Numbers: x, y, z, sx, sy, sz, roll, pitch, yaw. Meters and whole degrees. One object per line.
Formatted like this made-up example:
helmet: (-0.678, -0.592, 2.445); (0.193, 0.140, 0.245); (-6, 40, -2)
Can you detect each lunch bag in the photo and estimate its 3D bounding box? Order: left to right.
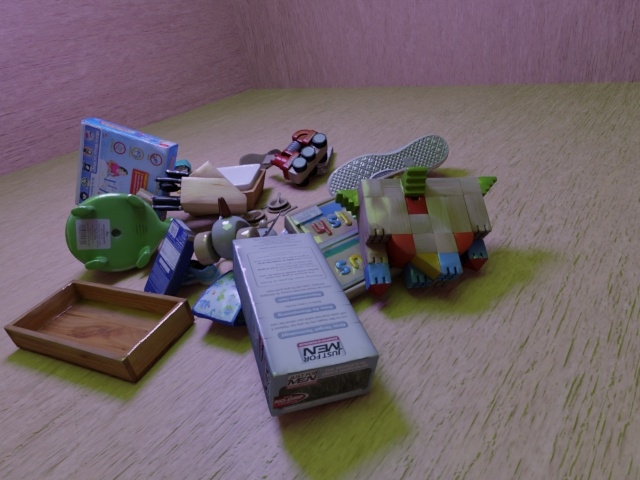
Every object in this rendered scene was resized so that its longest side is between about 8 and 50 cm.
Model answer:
lunch bag: (-0.203, 0.145, 0.998); (0.129, 0.096, 0.151); (8, 24, 29)

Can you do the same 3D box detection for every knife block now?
knife block: (-0.413, -0.133, 1.416); (0.275, 0.088, 0.242); (43, 72, 7)

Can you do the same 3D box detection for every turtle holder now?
turtle holder: (-0.609, -0.044, 1.324); (0.320, 0.243, 0.227); (-35, 19, -21)

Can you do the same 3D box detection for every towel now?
towel: (-0.048, -0.345, 1.852); (0.187, 0.049, 0.282); (-4, 30, 10)

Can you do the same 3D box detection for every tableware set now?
tableware set: (-0.190, -0.109, 1.495); (0.194, 0.039, 0.128); (-32, 36, -34)

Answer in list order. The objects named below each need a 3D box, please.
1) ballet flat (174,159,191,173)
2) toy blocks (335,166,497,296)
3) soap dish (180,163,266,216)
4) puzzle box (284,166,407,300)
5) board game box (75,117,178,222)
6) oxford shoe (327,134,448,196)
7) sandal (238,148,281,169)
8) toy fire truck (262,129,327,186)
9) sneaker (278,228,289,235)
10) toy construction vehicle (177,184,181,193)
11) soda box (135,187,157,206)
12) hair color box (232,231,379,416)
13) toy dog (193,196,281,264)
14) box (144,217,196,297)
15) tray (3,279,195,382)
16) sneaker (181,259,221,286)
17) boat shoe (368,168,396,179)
ballet flat: (-0.713, -0.308, 1.983); (0.247, 0.083, 0.087); (-29, 48, -26)
toy blocks: (0.241, -0.009, 0.989); (0.381, 0.191, 0.261); (-3, 66, -8)
soap dish: (-0.360, -0.190, 1.614); (0.291, 0.118, 0.229); (-6, 29, 9)
puzzle box: (0.145, -0.029, 1.111); (0.409, 0.052, 0.272); (-24, 61, -23)
board game box: (-0.683, -0.233, 1.500); (0.302, 0.308, 0.086); (18, 23, -3)
oxford shoe: (0.236, -0.240, 1.504); (0.449, 0.169, 0.130); (-23, -3, -8)
sandal: (-0.281, -0.351, 1.940); (0.240, 0.088, 0.079); (-27, 1, -39)
toy fire truck: (-0.117, -0.344, 1.710); (0.246, 0.158, 0.217); (27, 65, 18)
sneaker: (0.000, 0.000, 1.189); (0.240, 0.091, 0.126); (-11, 30, -2)
toy construction vehicle: (-0.561, -0.225, 1.836); (0.086, 0.035, 0.098); (6, 34, 6)
soda box: (-0.634, -0.086, 1.469); (0.061, 0.181, 0.058); (28, 20, -22)
hair color box: (-0.052, 0.137, 0.848); (0.185, 0.113, 0.374); (-6, 36, -19)
toy dog: (-0.209, -0.033, 1.126); (0.220, 0.161, 0.333); (-7, 4, -7)
box: (-0.400, 0.067, 1.135); (0.036, 0.225, 0.136); (20, 9, -41)
tray: (-0.532, 0.203, 1.030); (0.411, 0.076, 0.203); (4, 33, 26)
sneaker: (-0.355, 0.080, 1.183); (0.162, 0.073, 0.063); (-4, 30, 13)
boat shoe: (0.167, -0.154, 1.382); (0.228, 0.081, 0.068); (-34, 20, -6)
